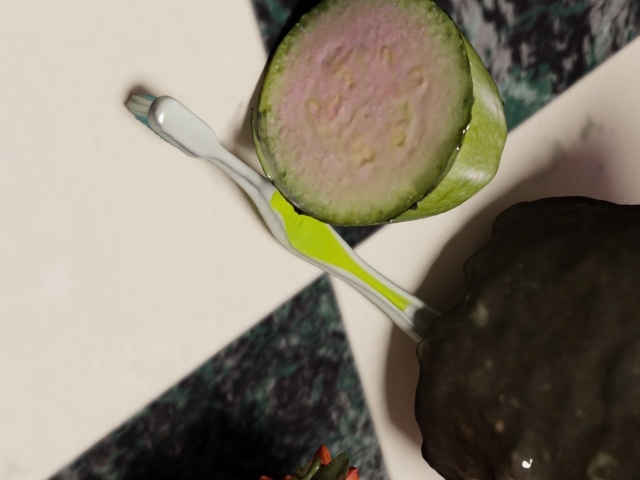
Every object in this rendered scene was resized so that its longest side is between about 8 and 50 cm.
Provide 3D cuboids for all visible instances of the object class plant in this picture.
[{"bbox_3d":[0.195,0.087,0.838,0.188,0.276,0.199,39,73,-47],"label":"plant"}]

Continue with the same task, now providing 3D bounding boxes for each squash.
[{"bbox_3d":[0.047,-0.046,0.771,0.132,0.105,0.105,17,102,-58],"label":"squash"}]

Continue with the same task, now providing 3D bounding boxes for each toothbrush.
[{"bbox_3d":[0.000,0.000,0.795,0.263,0.026,0.022,38,76,-48],"label":"toothbrush"}]

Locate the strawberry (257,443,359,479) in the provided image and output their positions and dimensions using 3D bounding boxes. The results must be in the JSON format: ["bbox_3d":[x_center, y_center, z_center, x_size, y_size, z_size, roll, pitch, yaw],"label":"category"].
[{"bbox_3d":[-0.046,0.193,0.822,0.175,0.107,0.236,-63,159,-57],"label":"strawberry"}]
